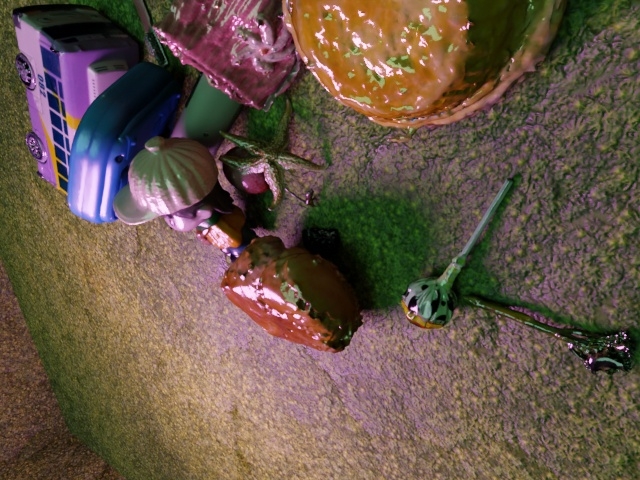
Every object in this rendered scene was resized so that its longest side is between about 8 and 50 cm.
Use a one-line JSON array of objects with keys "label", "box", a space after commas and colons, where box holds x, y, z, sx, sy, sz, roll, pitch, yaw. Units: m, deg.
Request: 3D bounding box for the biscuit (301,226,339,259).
[{"label": "biscuit", "box": [0.000, 0.000, 0.979, 0.087, 0.027, 0.089, 47, 135, 10]}]

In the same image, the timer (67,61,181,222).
[{"label": "timer", "box": [-0.423, -0.213, 1.044, 0.115, 0.340, 0.309, 25, 132, -9]}]

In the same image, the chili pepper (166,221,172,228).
[{"label": "chili pepper", "box": [-0.409, -0.112, 1.261, 0.073, 0.050, 0.182, 2, 115, 32]}]

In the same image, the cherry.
[{"label": "cherry", "box": [-0.107, -0.138, 0.969, 0.226, 0.090, 0.106, 16, 117, 20]}]

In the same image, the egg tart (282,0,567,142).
[{"label": "egg tart", "box": [0.098, -0.287, 0.593, 0.388, 0.169, 0.387, 21, 143, 17]}]

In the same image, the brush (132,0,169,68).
[{"label": "brush", "box": [-0.400, -0.489, 1.079, 0.034, 0.028, 0.190, -12, 102, 41]}]

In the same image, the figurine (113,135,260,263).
[{"label": "figurine", "box": [-0.246, -0.084, 0.989, 0.185, 0.332, 0.204, 36, 97, 43]}]

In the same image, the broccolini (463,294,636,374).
[{"label": "broccolini", "box": [0.355, 0.137, 0.750, 0.255, 0.071, 0.057, 23, 166, 39]}]

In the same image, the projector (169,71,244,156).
[{"label": "projector", "box": [-0.237, -0.259, 0.998, 0.108, 0.108, 0.337, 53, 135, 7]}]

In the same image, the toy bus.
[{"label": "toy bus", "box": [-0.595, -0.334, 1.195, 0.249, 0.209, 0.439, 33, 130, 22]}]

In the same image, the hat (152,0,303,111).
[{"label": "hat", "box": [-0.100, -0.370, 0.775, 0.286, 0.237, 0.107, -48, 42, 14]}]

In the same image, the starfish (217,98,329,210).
[{"label": "starfish", "box": [-0.093, -0.168, 0.911, 0.224, 0.050, 0.216, 11, 84, 2]}]

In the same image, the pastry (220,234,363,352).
[{"label": "pastry", "box": [-0.053, 0.102, 0.969, 0.311, 0.162, 0.255, 11, 141, 42]}]

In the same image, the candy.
[{"label": "candy", "box": [0.225, 0.026, 0.780, 0.091, 0.083, 0.305, 33, 121, 18]}]
